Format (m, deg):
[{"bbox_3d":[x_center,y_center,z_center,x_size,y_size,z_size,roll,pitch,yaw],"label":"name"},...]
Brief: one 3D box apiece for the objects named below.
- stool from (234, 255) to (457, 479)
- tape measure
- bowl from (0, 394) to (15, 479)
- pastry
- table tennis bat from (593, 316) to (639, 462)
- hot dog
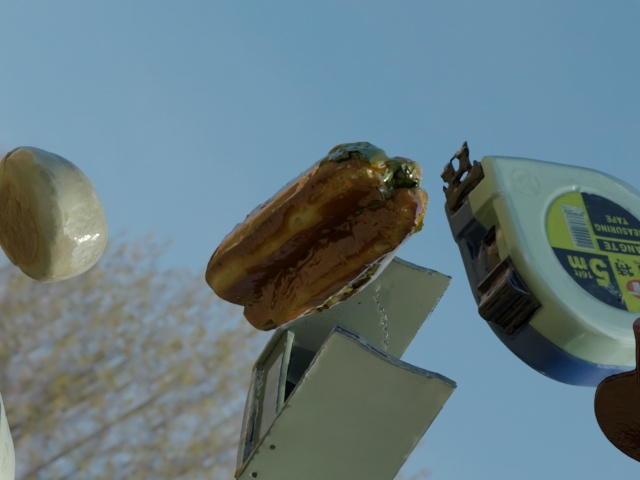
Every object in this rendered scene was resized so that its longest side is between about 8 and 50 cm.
[{"bbox_3d":[0.032,0.171,2.175,0.170,0.243,0.269,25,-61,-12],"label":"stool"},{"bbox_3d":[0.284,0.028,1.609,0.098,0.351,0.215,-53,-138,44],"label":"tape measure"},{"bbox_3d":[-0.338,0.185,1.380,0.238,0.238,0.126,40,-15,33],"label":"bowl"},{"bbox_3d":[-0.297,-0.030,1.936,0.156,0.092,0.156,29,-48,38],"label":"pastry"},{"bbox_3d":[0.266,0.127,1.441,0.098,0.019,0.154,15,-48,29],"label":"table tennis bat"},{"bbox_3d":[0.000,0.000,1.486,0.115,0.072,0.269,49,-42,-6],"label":"hot dog"}]
